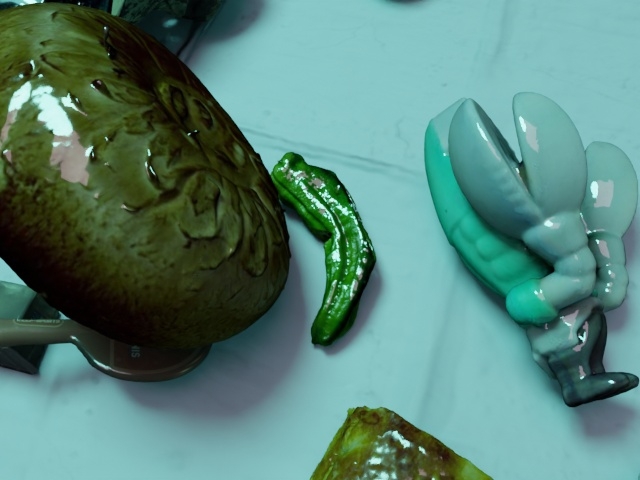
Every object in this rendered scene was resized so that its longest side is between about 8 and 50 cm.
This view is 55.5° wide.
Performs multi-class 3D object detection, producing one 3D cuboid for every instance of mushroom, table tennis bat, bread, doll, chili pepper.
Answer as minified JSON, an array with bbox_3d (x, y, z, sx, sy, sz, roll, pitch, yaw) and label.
[{"bbox_3d":[-0.141,-0.051,0.472,0.163,0.278,0.297,-39,106,4],"label":"mushroom"},{"bbox_3d":[-0.186,0.113,0.527,0.169,0.119,0.108,3,38,-22],"label":"table tennis bat"},{"bbox_3d":[0.033,0.211,0.403,0.132,0.103,0.172,32,66,12],"label":"bread"},{"bbox_3d":[0.189,-0.012,0.499,0.153,0.195,0.258,-32,90,25],"label":"doll"},{"bbox_3d":[0.007,0.001,0.545,0.073,0.050,0.182,-12,65,-10],"label":"chili pepper"}]

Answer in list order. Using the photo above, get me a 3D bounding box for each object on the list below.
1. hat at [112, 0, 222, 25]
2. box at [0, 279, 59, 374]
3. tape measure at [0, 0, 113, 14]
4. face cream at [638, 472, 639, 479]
[{"bbox_3d":[-0.152,-0.315,0.663,0.128,0.265,0.266,13,60,-24],"label":"hat"},{"bbox_3d":[-0.282,0.071,0.528,0.084,0.060,0.063,9,59,11],"label":"box"},{"bbox_3d":[-0.276,-0.213,0.603,0.182,0.107,0.181,-19,62,47],"label":"tape measure"},{"bbox_3d":[0.241,0.263,0.360,0.101,0.101,0.252,-5,62,2],"label":"face cream"}]
